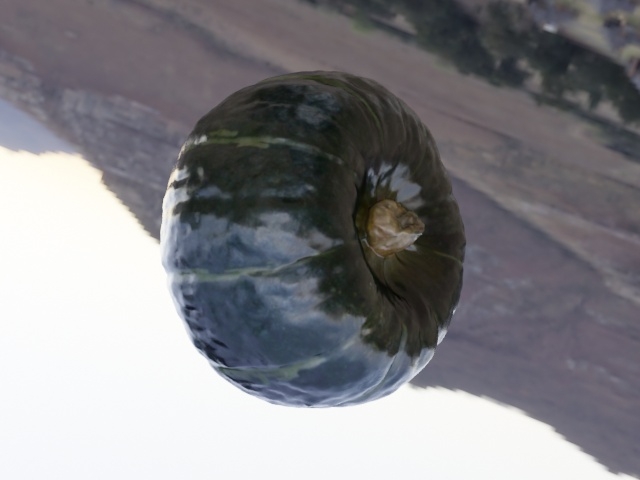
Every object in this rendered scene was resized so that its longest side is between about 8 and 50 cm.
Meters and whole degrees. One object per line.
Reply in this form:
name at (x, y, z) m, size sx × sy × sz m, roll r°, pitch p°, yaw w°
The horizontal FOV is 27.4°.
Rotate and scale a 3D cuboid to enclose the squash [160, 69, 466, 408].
squash at (0.000, 0.000, 0.965) m, size 0.165 × 0.252 × 0.252 m, roll -5°, pitch 163°, yaw 42°
